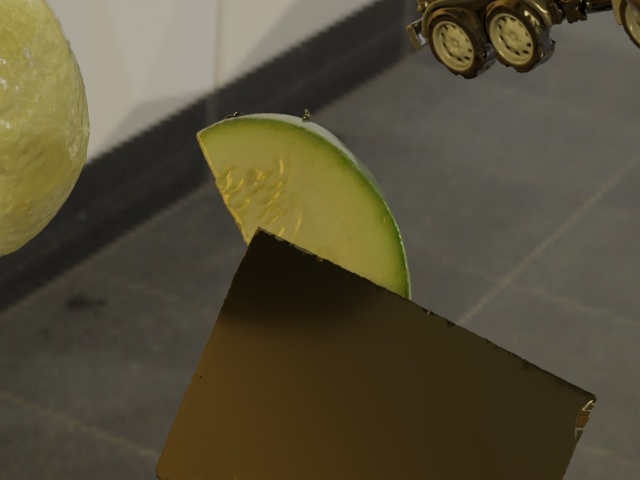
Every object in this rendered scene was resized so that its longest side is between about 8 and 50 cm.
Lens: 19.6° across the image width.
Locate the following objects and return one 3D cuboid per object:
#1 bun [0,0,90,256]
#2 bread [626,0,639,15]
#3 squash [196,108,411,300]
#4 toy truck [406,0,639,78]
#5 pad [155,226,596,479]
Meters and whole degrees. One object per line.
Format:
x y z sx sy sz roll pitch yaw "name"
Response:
-0.223 -0.059 0.957 0.222 0.222 0.127 1 48 -7 "bun"
0.164 -0.179 0.625 0.181 0.222 0.096 41 19 -17 "bread"
0.000 0.000 1.324 0.111 0.203 0.288 -33 10 7 "squash"
0.121 -0.154 0.868 0.101 0.125 0.242 -33 21 -33 "toy truck"
0.023 0.110 1.038 0.243 0.163 0.004 26 6 31 "pad"
